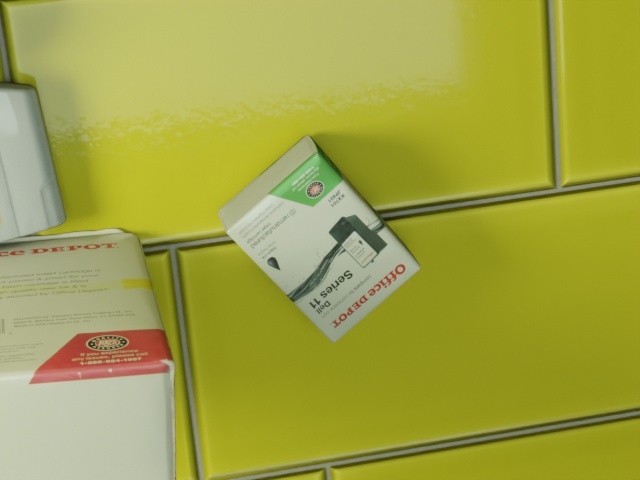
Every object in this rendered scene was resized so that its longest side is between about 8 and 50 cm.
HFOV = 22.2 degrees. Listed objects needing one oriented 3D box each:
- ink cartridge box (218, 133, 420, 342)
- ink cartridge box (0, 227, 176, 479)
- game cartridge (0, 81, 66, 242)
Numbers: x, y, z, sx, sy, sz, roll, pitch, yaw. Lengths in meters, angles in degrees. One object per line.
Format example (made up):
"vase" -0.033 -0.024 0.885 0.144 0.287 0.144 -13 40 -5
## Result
"ink cartridge box" 0.000 0.000 2.005 0.153 0.087 0.208 -42 112 5
"ink cartridge box" -0.319 0.135 1.831 0.279 0.384 0.160 -5 112 -10
"game cartridge" -0.458 -0.076 1.885 0.297 0.062 0.198 -16 115 -16
